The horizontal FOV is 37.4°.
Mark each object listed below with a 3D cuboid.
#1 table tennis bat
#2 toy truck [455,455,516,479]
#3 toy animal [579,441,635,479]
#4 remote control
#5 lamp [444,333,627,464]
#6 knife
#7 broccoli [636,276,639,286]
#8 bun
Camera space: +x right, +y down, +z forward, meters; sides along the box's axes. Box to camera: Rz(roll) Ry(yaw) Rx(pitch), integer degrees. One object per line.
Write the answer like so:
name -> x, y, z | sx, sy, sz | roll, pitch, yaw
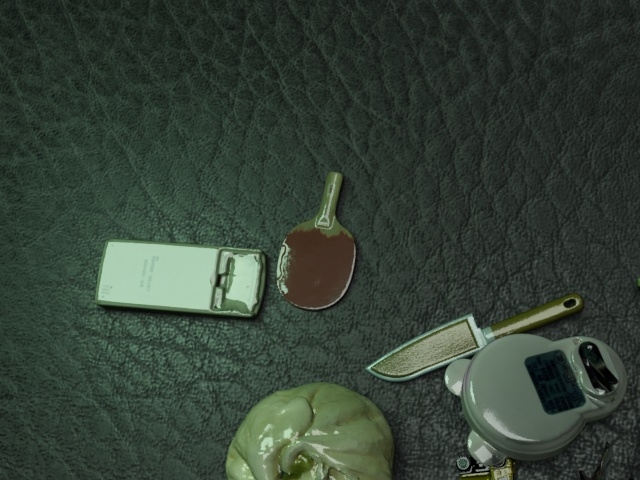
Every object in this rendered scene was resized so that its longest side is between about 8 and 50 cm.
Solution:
table tennis bat -> 0.000, 0.000, 1.543 | 0.131, 0.022, 0.234 | 8, 75, 16
toy truck -> 0.239, 0.334, 1.357 | 0.083, 0.049, 0.054 | -9, 72, 11
toy animal -> 0.377, 0.386, 1.311 | 0.105, 0.070, 0.202 | 34, 84, 34
remote control -> -0.229, 0.063, 1.565 | 0.285, 0.038, 0.123 | 2, 73, 11
lamp -> 0.312, 0.218, 1.350 | 0.246, 0.108, 0.179 | -16, 65, -1
knife -> 0.230, 0.143, 1.437 | 0.343, 0.027, 0.061 | -23, 70, 7
broccoli -> 0.599, 0.011, 1.354 | 0.304, 0.165, 0.145 | -29, 99, 16
bun -> -0.011, 0.318, 1.361 | 0.259, 0.160, 0.259 | -5, 67, 11
